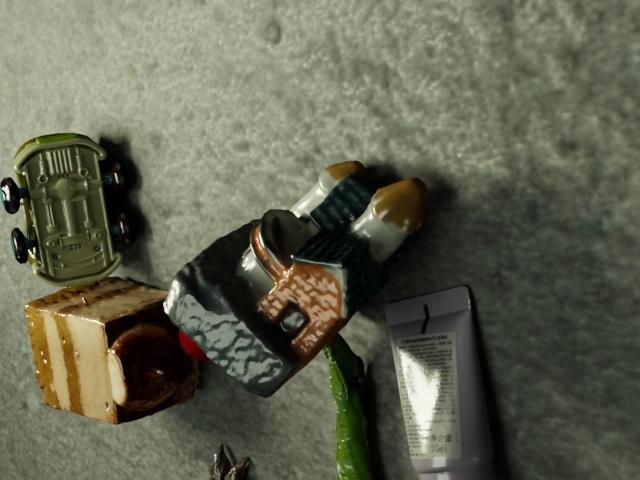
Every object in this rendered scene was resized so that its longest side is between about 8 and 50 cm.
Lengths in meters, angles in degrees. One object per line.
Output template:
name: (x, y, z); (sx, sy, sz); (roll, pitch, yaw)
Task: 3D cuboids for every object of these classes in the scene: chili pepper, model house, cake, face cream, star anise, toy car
chili pepper: (0.035, 0.271, 1.512); (0.085, 0.076, 0.359); (-2, 110, 30)
model house: (0.000, 0.000, 1.311); (0.190, 0.271, 0.301); (46, 122, 5)
cake: (-0.316, 0.175, 1.793); (0.293, 0.199, 0.196); (5, 105, 44)
face cream: (0.149, 0.200, 1.348); (0.154, 0.096, 0.273); (-18, 79, 54)
star anise: (-0.145, 0.407, 1.809); (0.141, 0.042, 0.141); (25, 125, 41)
toy car: (-0.426, -0.061, 1.847); (0.198, 0.204, 0.247); (-147, 49, -67)

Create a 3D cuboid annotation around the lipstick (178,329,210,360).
lipstick: (-0.134, 0.095, 1.627); (0.080, 0.080, 0.241); (57, 140, 15)
